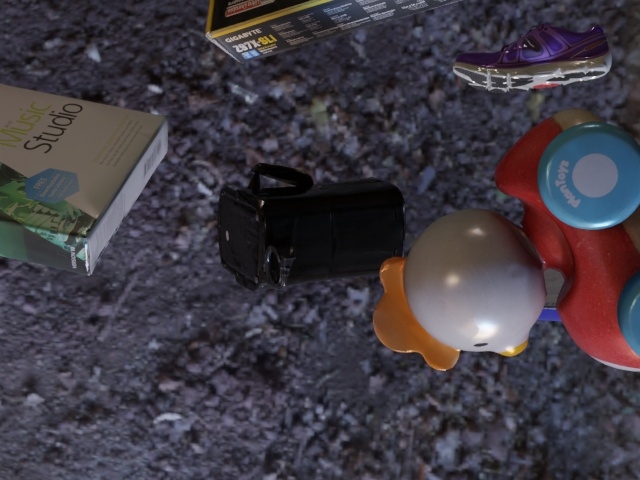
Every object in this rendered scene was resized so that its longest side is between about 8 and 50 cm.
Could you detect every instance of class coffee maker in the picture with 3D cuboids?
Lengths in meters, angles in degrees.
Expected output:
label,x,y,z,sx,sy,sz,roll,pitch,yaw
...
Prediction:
label,x,y,z,sx,sy,sz,roll,pitch,yaw
coffee maker,0.000,0.000,1.019,0.178,0.171,0.120,-7,130,-26

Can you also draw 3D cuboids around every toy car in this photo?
label,x,y,z,sx,sy,sz,roll,pitch,yaw
toy car,0.159,0.037,0.749,0.210,0.238,0.219,60,13,2

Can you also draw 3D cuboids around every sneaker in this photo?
label,x,y,z,sx,sy,sz,roll,pitch,yaw
sneaker,0.230,-0.204,1.051,0.068,0.170,0.071,42,44,-79

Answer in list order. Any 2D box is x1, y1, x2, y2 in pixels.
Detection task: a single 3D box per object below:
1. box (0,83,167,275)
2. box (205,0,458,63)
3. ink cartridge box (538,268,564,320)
label,x,y,z,sx,sy,sz,roll,pitch,yaw
box,-0.353,-0.085,1.021,0.232,0.322,0.058,-72,170,-51
box,0.027,-0.366,1.102,0.079,0.322,0.257,35,54,-50
ink cartridge box,0.309,0.069,1.241,0.224,0.223,0.045,-19,100,-34
